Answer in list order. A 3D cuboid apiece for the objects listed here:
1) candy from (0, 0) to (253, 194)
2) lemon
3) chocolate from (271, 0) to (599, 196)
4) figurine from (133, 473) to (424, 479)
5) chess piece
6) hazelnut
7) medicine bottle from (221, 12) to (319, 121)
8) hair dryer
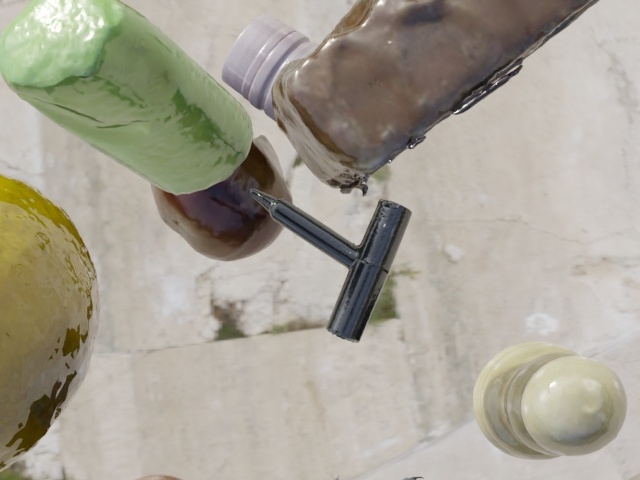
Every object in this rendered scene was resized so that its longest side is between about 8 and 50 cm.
[{"bbox_3d":[-0.186,-0.144,1.297,0.142,0.343,0.132,28,87,23],"label":"candy"},{"bbox_3d":[-0.320,0.064,1.039,0.285,0.285,0.316,-47,33,13],"label":"lemon"},{"bbox_3d":[0.072,-0.122,0.744,0.214,0.148,0.093,-40,93,-6],"label":"chocolate"},{"bbox_3d":[-0.014,0.348,1.331,0.277,0.388,0.248,-9,86,43],"label":"figurine"},{"bbox_3d":[0.289,0.200,1.571,0.167,0.299,0.167,0,83,-1],"label":"chess piece"},{"bbox_3d":[-0.161,-0.084,1.935,0.217,0.217,0.251,-44,76,15],"label":"hazelnut"},{"bbox_3d":[-0.012,-0.214,1.852,0.250,0.133,0.133,34,100,10],"label":"medicine bottle"},{"bbox_3d":[-0.010,0.011,1.517,0.195,0.050,0.173,20,80,10],"label":"hair dryer"}]
